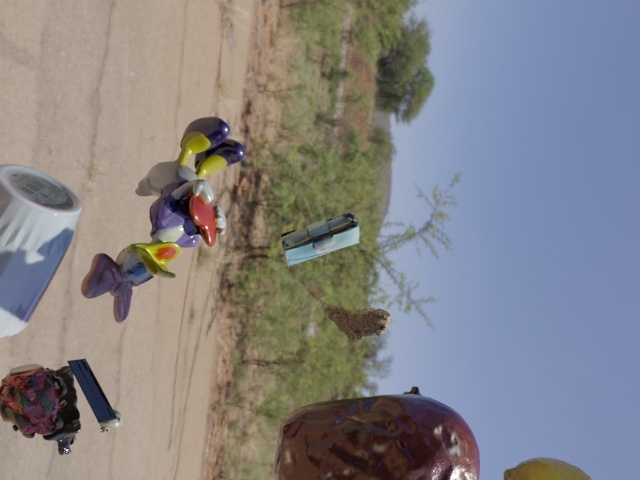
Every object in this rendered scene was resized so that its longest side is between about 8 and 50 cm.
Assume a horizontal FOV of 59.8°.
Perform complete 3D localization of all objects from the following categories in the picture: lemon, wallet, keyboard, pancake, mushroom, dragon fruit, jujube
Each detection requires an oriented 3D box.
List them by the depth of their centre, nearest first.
[{"bbox_3d":[0.090,0.347,0.881,0.223,0.317,0.223,-173,-90,-84],"label":"jujube"},{"bbox_3d":[0.575,0.677,1.356,0.293,0.292,0.293,7,90,-88],"label":"lemon"},{"bbox_3d":[-0.730,0.408,1.414,0.166,0.160,0.172,-42,125,-85],"label":"dragon fruit"},{"bbox_3d":[-0.606,0.395,1.474,0.010,0.198,0.063,-45,157,16],"label":"keyboard"},{"bbox_3d":[0.000,0.000,1.774,0.176,0.250,0.075,83,-12,-67],"label":"wallet"},{"bbox_3d":[-0.702,0.603,1.844,0.085,0.085,0.079,62,51,-87],"label":"mushroom"},{"bbox_3d":[0.122,0.276,2.021,0.057,0.244,0.266,-55,171,-37],"label":"pancake"}]

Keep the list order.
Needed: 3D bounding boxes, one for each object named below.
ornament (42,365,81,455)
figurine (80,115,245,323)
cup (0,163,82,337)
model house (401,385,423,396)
[{"bbox_3d":[-0.779,0.532,1.693,0.260,0.106,0.251,107,-33,-49],"label":"ornament"},{"bbox_3d":[-0.288,-0.053,1.051,0.154,0.193,0.421,68,31,-56],"label":"figurine"},{"bbox_3d":[-0.741,0.027,1.307,0.372,0.253,0.253,-53,-174,14],"label":"cup"},{"bbox_3d":[0.186,0.485,1.317,0.317,0.297,0.283,56,46,-67],"label":"model house"}]
